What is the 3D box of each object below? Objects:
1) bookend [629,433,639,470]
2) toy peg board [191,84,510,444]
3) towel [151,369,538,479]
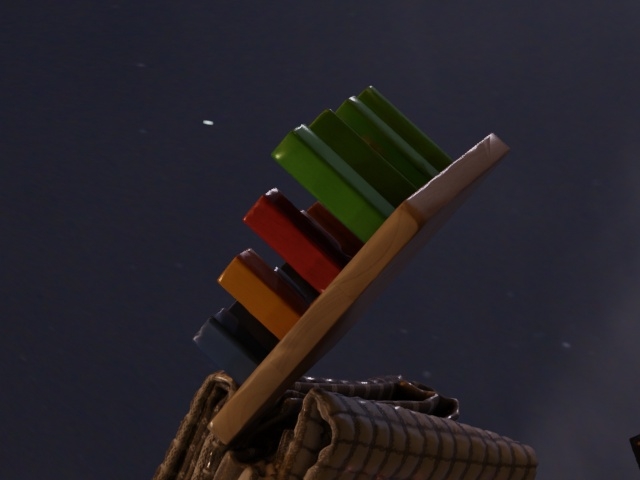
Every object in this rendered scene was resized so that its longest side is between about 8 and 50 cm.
[{"bbox_3d":[0.312,0.238,1.286,0.072,0.156,0.157,-25,-60,10],"label":"bookend"},{"bbox_3d":[0.000,0.000,0.867,0.079,0.161,0.160,43,-65,5],"label":"toy peg board"},{"bbox_3d":[-0.025,0.206,1.036,0.235,0.121,0.283,14,-74,-51],"label":"towel"}]
